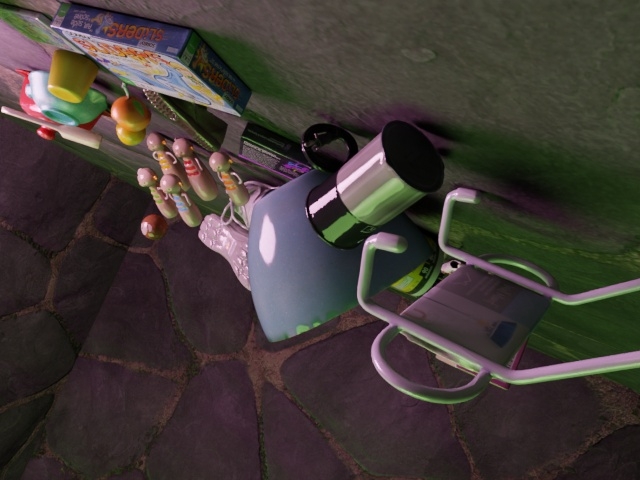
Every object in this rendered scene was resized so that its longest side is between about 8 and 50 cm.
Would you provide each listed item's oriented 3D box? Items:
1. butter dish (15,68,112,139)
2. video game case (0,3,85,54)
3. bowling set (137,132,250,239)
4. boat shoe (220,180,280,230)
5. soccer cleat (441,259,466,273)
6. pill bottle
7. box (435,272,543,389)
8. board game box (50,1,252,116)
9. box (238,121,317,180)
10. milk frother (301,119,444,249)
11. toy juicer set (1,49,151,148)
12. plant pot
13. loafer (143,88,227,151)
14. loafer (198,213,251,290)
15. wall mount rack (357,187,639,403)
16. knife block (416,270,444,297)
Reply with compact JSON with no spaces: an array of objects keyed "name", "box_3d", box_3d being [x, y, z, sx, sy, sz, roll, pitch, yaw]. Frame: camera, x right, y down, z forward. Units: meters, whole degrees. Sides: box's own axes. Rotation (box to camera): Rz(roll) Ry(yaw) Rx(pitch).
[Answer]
[{"name":"butter dish","box_3d":[-0.541,-0.263,1.174,0.160,0.118,0.160,21,173,28]},{"name":"video game case","box_3d":[-0.405,-0.303,0.813,0.122,0.011,0.087,21,173,25]},{"name":"bowling set","box_3d":[-0.308,-0.110,1.195,0.287,0.200,0.154,11,139,40]},{"name":"boat shoe","box_3d":[-0.159,-0.082,1.342,0.156,0.136,0.367,27,-176,-1]},{"name":"soccer cleat","box_3d":[0.289,0.056,1.254,0.035,0.029,0.083,36,166,-24]},{"name":"pill bottle","box_3d":[0.118,0.014,1.087,0.208,0.119,0.119,24,174,-13]},{"name":"box","box_3d":[0.366,0.193,1.258,0.117,0.214,0.243,23,174,4]},{"name":"board game box","box_3d":[-0.197,-0.214,0.678,0.201,0.035,0.136,21,174,26]},{"name":"box","box_3d":[-0.072,-0.137,0.920,0.116,0.029,0.162,23,175,-8]},{"name":"milk frother","box_3d":[0.047,-0.088,0.620,0.143,0.129,0.134,51,134,-2]},{"name":"toy juicer set","box_3d":[-0.423,-0.245,1.039,0.209,0.090,0.329,23,165,-39]},{"name":"plant pot","box_3d":[0.000,0.000,0.889,0.195,0.290,0.290,61,172,-1]},{"name":"loafer","box_3d":[-0.193,-0.191,0.822,0.148,0.050,0.056,45,161,-29]},{"name":"loafer","box_3d":[-0.172,0.034,1.398,0.319,0.112,0.111,41,-161,34]},{"name":"wall mount rack","box_3d":[0.219,0.051,0.586,0.304,0.131,0.350,23,-150,29]},{"name":"knife block","box_3d":[0.185,0.067,1.458,0.275,0.088,0.242,21,173,22]}]
